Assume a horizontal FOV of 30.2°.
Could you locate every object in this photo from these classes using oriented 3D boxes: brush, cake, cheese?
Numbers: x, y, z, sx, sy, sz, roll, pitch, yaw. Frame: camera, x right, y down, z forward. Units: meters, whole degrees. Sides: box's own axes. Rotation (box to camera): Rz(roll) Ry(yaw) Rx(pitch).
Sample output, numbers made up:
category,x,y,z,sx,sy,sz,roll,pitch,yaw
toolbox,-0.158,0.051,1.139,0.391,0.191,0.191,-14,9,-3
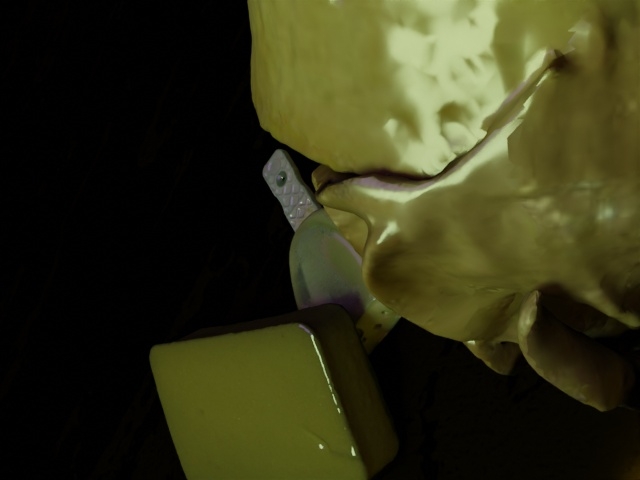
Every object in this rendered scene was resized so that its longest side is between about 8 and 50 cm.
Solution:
category,x,y,z,sx,sy,sz,roll,pitch,yaw
brush,-0.038,0.117,0.861,0.197,0.059,0.123,-14,98,46
cake,0.123,-0.071,0.619,0.332,0.332,0.321,22,127,48
cheese,0.000,0.000,0.894,0.097,0.037,0.192,-53,46,25
